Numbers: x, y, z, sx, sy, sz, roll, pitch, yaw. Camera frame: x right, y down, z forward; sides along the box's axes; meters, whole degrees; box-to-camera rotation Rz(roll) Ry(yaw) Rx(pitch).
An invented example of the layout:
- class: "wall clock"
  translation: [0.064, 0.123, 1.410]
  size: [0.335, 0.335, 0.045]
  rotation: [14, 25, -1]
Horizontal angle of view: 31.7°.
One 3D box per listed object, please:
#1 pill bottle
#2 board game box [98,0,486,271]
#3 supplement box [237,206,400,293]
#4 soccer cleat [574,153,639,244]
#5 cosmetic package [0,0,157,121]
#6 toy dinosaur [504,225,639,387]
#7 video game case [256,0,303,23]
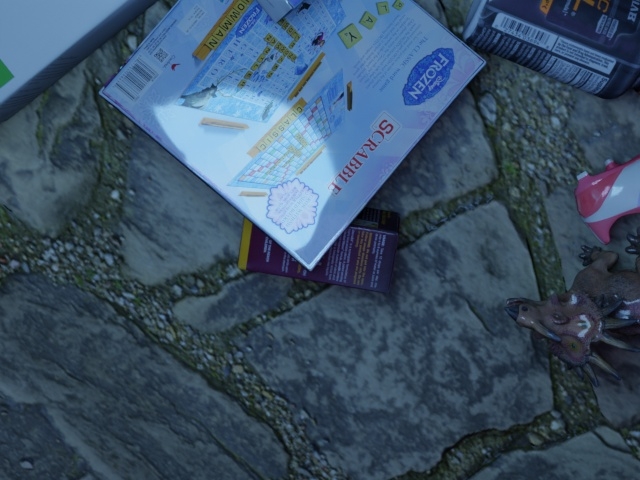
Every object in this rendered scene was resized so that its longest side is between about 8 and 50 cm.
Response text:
- class: "pill bottle"
  translation: [0.299, -0.244, 1.296]
  size: [0.245, 0.130, 0.131]
  rotation: [22, 105, -2]
- class: "board game box"
  translation: [-0.031, -0.184, 1.307]
  size: [0.318, 0.066, 0.319]
  rotation: [41, 87, 0]
- class: "supplement box"
  translation: [0.000, 0.000, 1.394]
  size: [0.188, 0.104, 0.081]
  rotation: [10, 106, 2]
- class: "soccer cleat"
  translation: [0.426, -0.082, 1.349]
  size: [0.248, 0.083, 0.095]
  rotation: [-25, 86, 15]
- class: "cosmetic package"
  translation: [-0.318, -0.311, 1.311]
  size: [0.365, 0.155, 0.197]
  rotation: [-37, 96, 13]
- class: "toy dinosaur"
  translation: [0.373, 0.078, 1.338]
  size: [0.295, 0.200, 0.127]
  rotation: [-17, 103, 8]
- class: "video game case"
  translation: [-0.032, -0.415, 1.239]
  size: [0.244, 0.061, 0.269]
  rotation: [48, 67, -8]
